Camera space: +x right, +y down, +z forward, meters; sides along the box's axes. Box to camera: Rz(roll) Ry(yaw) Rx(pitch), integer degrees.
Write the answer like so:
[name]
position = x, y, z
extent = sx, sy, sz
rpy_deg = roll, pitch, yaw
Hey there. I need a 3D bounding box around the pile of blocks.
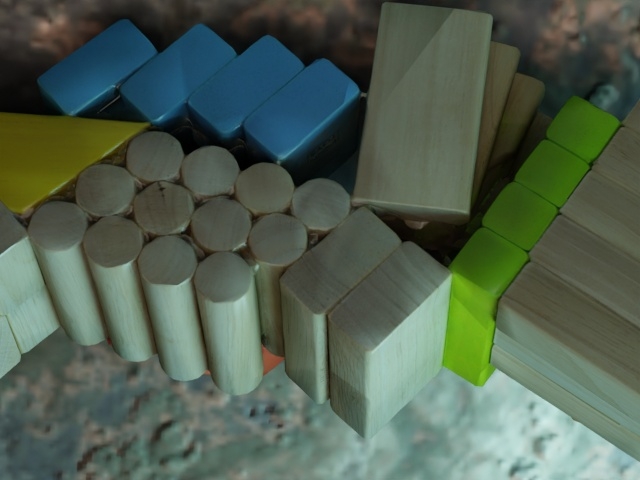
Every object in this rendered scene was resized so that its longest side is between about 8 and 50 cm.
[pile of blocks]
position = 0.000, 0.000, 0.689
extent = 0.362, 0.149, 0.112
rpy_deg = 10, 154, 5
